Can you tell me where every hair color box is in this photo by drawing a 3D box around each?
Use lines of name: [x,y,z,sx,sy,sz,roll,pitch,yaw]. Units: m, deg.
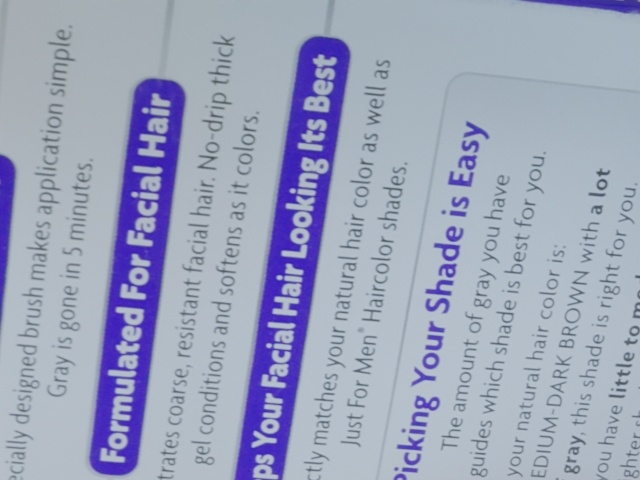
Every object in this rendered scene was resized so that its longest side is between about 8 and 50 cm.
hair color box: [0.000,0.000,0.562,0.338,0.110,0.185,5,111,-12]
